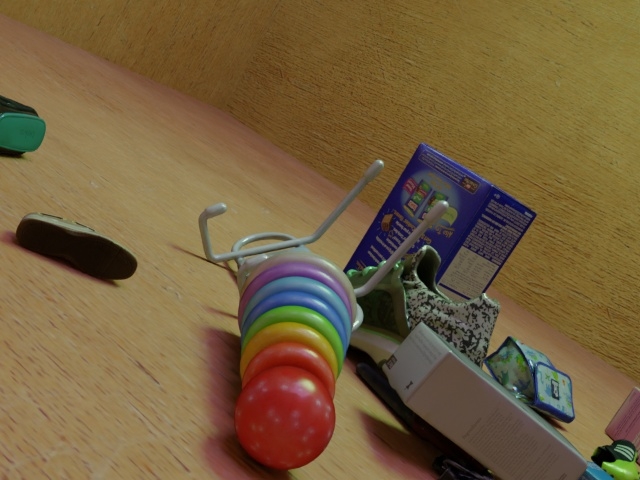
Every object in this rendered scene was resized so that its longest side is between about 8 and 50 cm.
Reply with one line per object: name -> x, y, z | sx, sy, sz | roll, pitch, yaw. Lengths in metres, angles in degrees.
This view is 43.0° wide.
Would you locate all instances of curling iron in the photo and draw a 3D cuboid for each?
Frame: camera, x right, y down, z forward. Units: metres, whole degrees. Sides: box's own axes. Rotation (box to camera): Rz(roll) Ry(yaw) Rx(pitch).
curling iron -> 0.119, 0.222, 1.005 | 0.068, 0.035, 0.274 | 24, 11, -34

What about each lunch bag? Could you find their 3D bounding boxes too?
lunch bag -> 0.397, 0.266, 1.513 | 0.128, 0.096, 0.151 | 27, 24, -36

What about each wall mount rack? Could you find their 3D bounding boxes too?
wall mount rack -> 0.000, 0.000, 1.169 | 0.304, 0.131, 0.350 | -14, 27, -18

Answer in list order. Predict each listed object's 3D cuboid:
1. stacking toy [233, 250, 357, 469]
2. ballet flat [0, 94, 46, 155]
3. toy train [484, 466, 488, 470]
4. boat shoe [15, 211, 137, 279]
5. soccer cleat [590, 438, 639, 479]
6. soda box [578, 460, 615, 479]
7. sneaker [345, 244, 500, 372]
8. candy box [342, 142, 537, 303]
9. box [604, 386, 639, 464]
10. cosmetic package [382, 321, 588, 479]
stacking toy -> -0.032, 0.124, 0.831 | 0.141, 0.141, 0.330 | 30, 16, -7
ballet flat -> -0.463, -0.162, 1.073 | 0.096, 0.095, 0.280 | 22, -2, 4
toy train -> 0.188, 0.267, 1.048 | 0.023, 0.017, 0.083 | 6, 25, -47
boat shoe -> -0.268, 0.001, 0.906 | 0.135, 0.050, 0.045 | 27, 15, -24
soccer cleat -> 0.493, 0.365, 1.368 | 0.072, 0.060, 0.179 | 31, 12, 11
soda box -> 0.375, 0.358, 0.982 | 0.067, 0.071, 0.210 | 24, 11, -41
sneaker -> 0.110, 0.086, 1.190 | 0.410, 0.182, 0.158 | 28, 2, 44
candy box -> 0.185, 0.021, 1.413 | 0.122, 0.317, 0.268 | 28, 11, -27
box -> 0.729, 0.428, 1.601 | 0.213, 0.117, 0.243 | 27, 9, -22
cosmetic package -> 0.192, 0.206, 0.965 | 0.231, 0.085, 0.117 | 40, 3, -15
